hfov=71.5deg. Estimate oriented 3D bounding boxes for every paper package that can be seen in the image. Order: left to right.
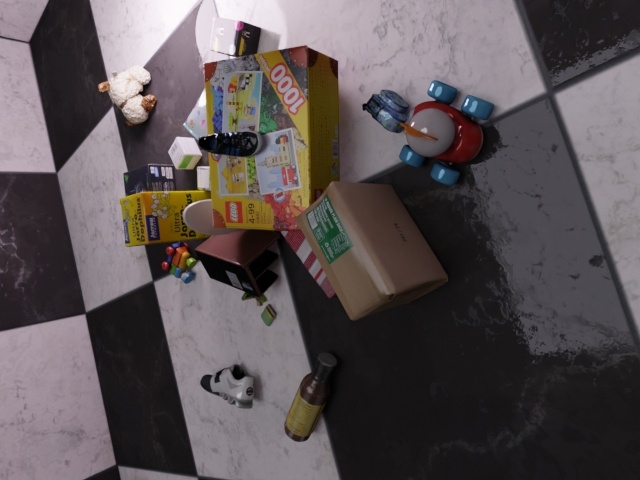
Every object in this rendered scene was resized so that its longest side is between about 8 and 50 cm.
[{"bbox_3d":[0.140,0.020,1.188,0.168,0.309,0.325,-40,68,34],"label":"paper package"}]

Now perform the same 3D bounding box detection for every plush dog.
[{"bbox_3d":[-0.917,-0.676,2.147,0.262,0.210,0.226,-28,100,40],"label":"plush dog"}]

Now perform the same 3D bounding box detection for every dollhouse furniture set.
[{"bbox_3d":[-0.240,0.262,1.727,0.152,0.058,0.076,52,126,25],"label":"dollhouse furniture set"}]

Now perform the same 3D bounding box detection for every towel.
[{"bbox_3d":[0.000,0.000,1.497,0.329,0.037,0.237,52,127,26],"label":"towel"}]

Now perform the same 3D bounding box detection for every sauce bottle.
[{"bbox_3d":[-0.029,0.540,1.542,0.111,0.111,0.345,37,116,33],"label":"sauce bottle"}]

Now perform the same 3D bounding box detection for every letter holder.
[{"bbox_3d":[-0.289,0.058,1.704,0.301,0.214,0.152,14,136,39],"label":"letter holder"}]

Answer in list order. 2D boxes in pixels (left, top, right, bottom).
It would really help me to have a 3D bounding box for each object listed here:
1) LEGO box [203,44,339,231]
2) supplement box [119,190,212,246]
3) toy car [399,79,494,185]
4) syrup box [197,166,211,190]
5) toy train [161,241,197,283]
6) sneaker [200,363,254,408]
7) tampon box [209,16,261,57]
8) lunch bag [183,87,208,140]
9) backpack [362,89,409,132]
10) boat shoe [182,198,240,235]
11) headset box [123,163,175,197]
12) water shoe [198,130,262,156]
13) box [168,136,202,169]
[{"bbox_3d":[-0.145,-0.291,1.365,0.372,0.193,0.501,3,99,28],"label":"LEGO box"},{"bbox_3d":[-0.583,-0.092,1.789,0.195,0.356,0.194,-6,92,42],"label":"supplement box"},{"bbox_3d":[0.264,-0.270,1.089,0.210,0.237,0.219,38,119,32],"label":"toy car"},{"bbox_3d":[-0.386,-0.243,1.768,0.236,0.096,0.093,10,104,40],"label":"syrup box"},{"bbox_3d":[-0.615,0.067,2.016,0.143,0.105,0.248,37,119,21],"label":"toy train"},{"bbox_3d":[-0.383,0.586,1.873,0.330,0.122,0.147,3,79,43],"label":"sneaker"},{"bbox_3d":[-0.316,-0.742,1.639,0.161,0.101,0.121,27,113,36],"label":"tampon box"},{"bbox_3d":[-0.352,-0.435,1.649,0.262,0.160,0.224,45,108,31],"label":"lunch bag"},{"bbox_3d":[0.194,-0.359,1.231,0.114,0.105,0.084,54,127,17],"label":"backpack"},{"bbox_3d":[-0.343,-0.087,1.601,0.158,0.340,0.127,9,98,54],"label":"boat shoe"},{"bbox_3d":[-0.823,-0.223,2.137,0.282,0.131,0.247,-3,93,43],"label":"headset box"},{"bbox_3d":[-0.261,-0.273,1.273,0.203,0.080,0.073,1,99,29],"label":"water shoe"},{"bbox_3d":[-0.590,-0.379,1.939,0.101,0.087,0.102,-43,68,36],"label":"box"}]
